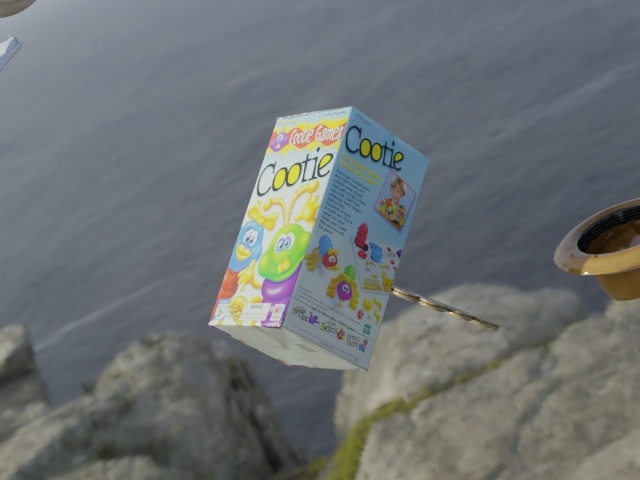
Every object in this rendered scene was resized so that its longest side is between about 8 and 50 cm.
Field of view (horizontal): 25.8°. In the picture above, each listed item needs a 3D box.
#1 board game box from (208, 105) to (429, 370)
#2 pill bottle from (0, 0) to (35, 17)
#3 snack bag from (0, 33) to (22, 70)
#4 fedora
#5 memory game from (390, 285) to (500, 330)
[{"bbox_3d":[0.000,0.000,1.660,0.142,0.144,0.275,-2,64,49],"label":"board game box"},{"bbox_3d":[-0.256,-0.304,1.210,0.162,0.162,0.278,-33,3,-32],"label":"pill bottle"},{"bbox_3d":[-0.599,-0.136,1.993,0.323,0.037,0.342,-15,39,37],"label":"snack bag"},{"bbox_3d":[0.365,0.016,1.617,0.194,0.079,0.194,-22,16,7],"label":"fedora"},{"bbox_3d":[0.156,0.088,1.913,0.186,0.012,0.186,19,1,0],"label":"memory game"}]
